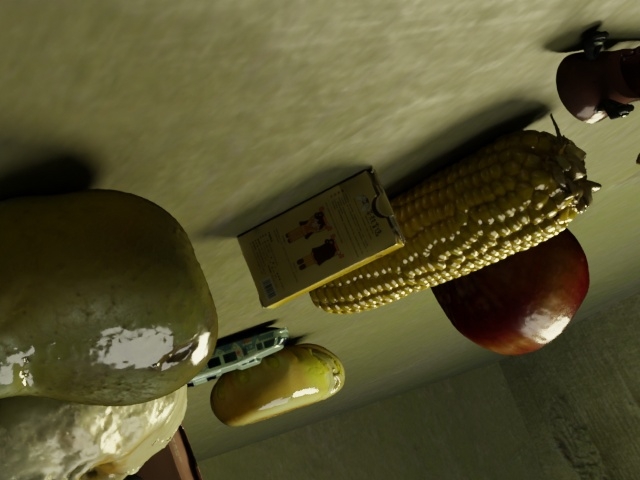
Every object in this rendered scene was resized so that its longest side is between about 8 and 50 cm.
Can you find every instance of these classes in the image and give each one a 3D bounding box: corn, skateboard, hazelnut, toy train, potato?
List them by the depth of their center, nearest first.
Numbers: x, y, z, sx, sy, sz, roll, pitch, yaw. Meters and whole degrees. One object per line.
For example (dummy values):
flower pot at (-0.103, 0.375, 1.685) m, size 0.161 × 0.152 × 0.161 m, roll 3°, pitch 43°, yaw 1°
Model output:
potato at (-0.171, 0.043, 0.668) m, size 0.194 × 0.157 × 0.157 m, roll -14°, pitch 165°, yaw -22°
skateboard at (0.239, -0.126, 0.823) m, size 0.151 × 0.067 × 0.080 m, roll -14°, pitch 174°, yaw -42°
corn at (0.110, -0.011, 0.979) m, size 0.305 × 0.106 × 0.106 m, roll -26°, pitch 166°, yaw 31°
hazelnut at (0.215, 0.045, 1.234) m, size 0.178 × 0.177 × 0.204 m, roll -15°, pitch -164°, yaw -22°
toy train at (-0.138, 0.160, 1.382) m, size 0.208 × 0.047 × 0.043 m, roll -18°, pitch 167°, yaw -8°

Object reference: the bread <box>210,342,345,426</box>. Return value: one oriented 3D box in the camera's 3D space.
bread at (-0.072, 0.218, 1.578) m, size 0.213 × 0.104 × 0.213 m, roll -21°, pitch 170°, yaw -4°

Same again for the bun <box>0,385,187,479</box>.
bun at (-0.283, 0.227, 1.215) m, size 0.287 × 0.146 × 0.287 m, roll -21°, pitch 170°, yaw -4°

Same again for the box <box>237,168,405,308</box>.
box at (0.000, 0.000, 0.910) m, size 0.149 × 0.073 × 0.020 m, roll -26°, pitch 167°, yaw 22°

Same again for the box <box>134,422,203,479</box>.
box at (-0.282, 0.324, 1.435) m, size 0.215 × 0.215 × 0.086 m, roll -22°, pitch 170°, yaw 5°

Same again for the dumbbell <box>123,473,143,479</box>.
dumbbell at (-0.334, 0.312, 1.349) m, size 0.100 × 0.191 × 0.100 m, roll -60°, pitch 168°, yaw -22°

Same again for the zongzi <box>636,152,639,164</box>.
zongzi at (0.406, -0.143, 0.878) m, size 0.288 × 0.134 × 0.286 m, roll -17°, pitch 162°, yaw 16°
